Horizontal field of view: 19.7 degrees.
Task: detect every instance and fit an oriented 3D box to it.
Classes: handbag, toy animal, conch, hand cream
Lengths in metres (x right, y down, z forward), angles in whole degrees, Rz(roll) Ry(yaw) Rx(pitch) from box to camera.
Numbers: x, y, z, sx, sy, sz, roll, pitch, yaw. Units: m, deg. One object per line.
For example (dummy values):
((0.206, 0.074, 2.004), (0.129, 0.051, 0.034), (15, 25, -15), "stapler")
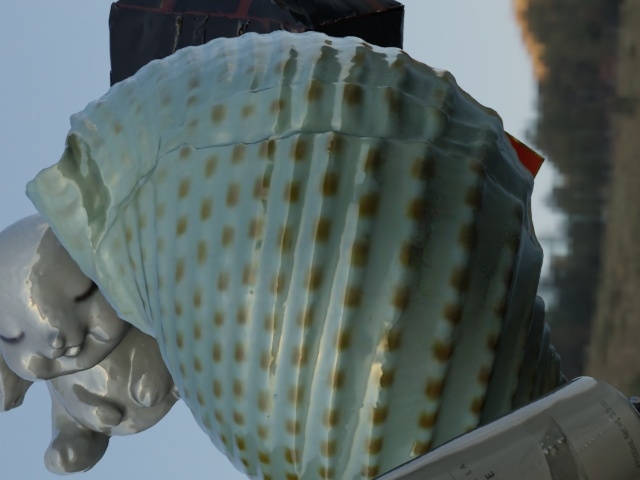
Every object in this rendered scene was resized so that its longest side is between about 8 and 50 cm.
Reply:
((-0.048, -0.159, 1.562), (0.169, 0.215, 0.155), (-15, -67, -53), "handbag")
((-0.258, 0.083, 1.918), (0.265, 0.271, 0.206), (51, -169, -40), "toy animal")
((0.012, -0.005, 1.082), (0.319, 0.215, 0.303), (37, -131, -15), "conch")
((0.066, 0.113, 0.754), (0.087, 0.186, 0.054), (59, 154, 5), "hand cream")

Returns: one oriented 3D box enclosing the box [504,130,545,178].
((0.105, -0.026, 1.388), (0.090, 0.023, 0.133), (32, -95, -36), "box")
